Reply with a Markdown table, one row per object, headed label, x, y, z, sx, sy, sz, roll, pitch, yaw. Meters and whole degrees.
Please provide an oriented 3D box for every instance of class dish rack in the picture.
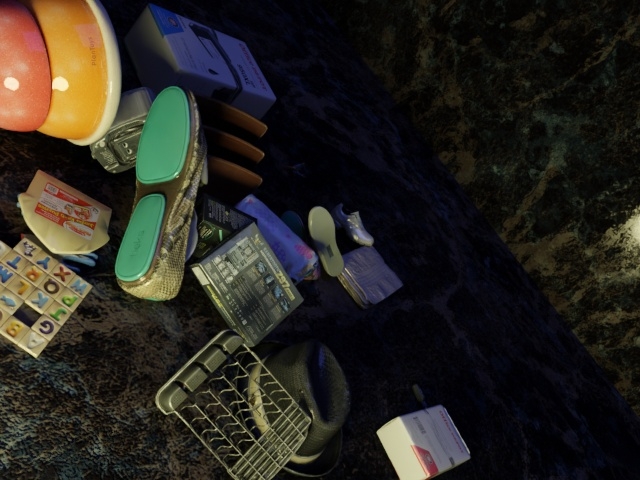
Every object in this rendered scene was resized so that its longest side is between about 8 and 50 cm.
| label | x | y | z | sx | sy | sz | roll | pitch | yaw |
| --- | --- | --- | --- | --- | --- | --- | --- | --- | --- |
| dish rack | -0.158 | 0.332 | 1.257 | 0.208 | 0.074 | 0.271 | -43 | 100 | -22 |

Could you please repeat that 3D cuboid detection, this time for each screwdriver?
| label | x | y | z | sx | sy | sz | roll | pitch | yaw |
| --- | --- | --- | --- | --- | --- | --- | --- | --- | --- |
| screwdriver | 0.302 | 0.482 | 1.814 | 0.170 | 0.024 | 0.025 | 64 | 4 | 24 |

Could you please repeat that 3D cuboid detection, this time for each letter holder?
| label | x | y | z | sx | sy | sz | roll | pitch | yaw |
| --- | --- | --- | --- | --- | --- | --- | --- | --- | --- |
| letter holder | -0.288 | -0.246 | 1.725 | 0.302 | 0.214 | 0.152 | 16 | 42 | -43 |

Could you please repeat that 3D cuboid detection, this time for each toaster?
| label | x | y | z | sx | sy | sz | roll | pitch | yaw |
| --- | --- | --- | --- | --- | --- | --- | --- | --- | --- |
| toaster | -0.452 | -0.276 | 1.561 | 0.129 | 0.227 | 0.146 | 67 | -3 | -53 |

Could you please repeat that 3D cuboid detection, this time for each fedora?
| label | x | y | z | sx | sy | sz | roll | pitch | yaw |
| --- | --- | --- | --- | --- | --- | --- | --- | --- | --- |
| fedora | -0.028 | 0.338 | 1.423 | 0.334 | 0.152 | 0.334 | 33 | 32 | -24 |

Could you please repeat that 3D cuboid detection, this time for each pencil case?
| label | x | y | z | sx | sy | sz | roll | pitch | yaw |
| --- | --- | --- | --- | --- | --- | --- | --- | --- | --- |
| pencil case | -0.135 | 0.003 | 1.731 | 0.273 | 0.113 | 0.124 | 45 | 46 | -5 |

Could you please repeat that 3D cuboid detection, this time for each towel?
| label | x | y | z | sx | sy | sz | roll | pitch | yaw |
| --- | --- | --- | --- | --- | --- | --- | --- | --- | --- |
| towel | 0.151 | 0.107 | 2.042 | 0.187 | 0.049 | 0.282 | 53 | 30 | 8 |

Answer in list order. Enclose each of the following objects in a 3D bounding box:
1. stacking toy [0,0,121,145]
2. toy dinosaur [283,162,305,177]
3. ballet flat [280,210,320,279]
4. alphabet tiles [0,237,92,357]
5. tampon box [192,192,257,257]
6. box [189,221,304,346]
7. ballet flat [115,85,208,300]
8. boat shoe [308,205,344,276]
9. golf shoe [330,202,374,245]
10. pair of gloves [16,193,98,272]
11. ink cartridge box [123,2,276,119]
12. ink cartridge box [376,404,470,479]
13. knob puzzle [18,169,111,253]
| label | x | y | z | sx | sy | sz | roll | pitch | yaw |
| --- | --- | --- | --- | --- | --- | --- | --- | --- | --- |
| stacking toy | -0.680 | -0.351 | 1.287 | 0.480 | 0.350 | 0.351 | -15 | 65 | -45 |
| toy dinosaur | -0.079 | -0.252 | 2.186 | 0.090 | 0.047 | 0.082 | 26 | 16 | -15 |
| ballet flat | -0.056 | 0.019 | 1.866 | 0.079 | 0.077 | 0.221 | 30 | 34 | -62 |
| alphabet tiles | -0.561 | 0.075 | 1.175 | 0.237 | 0.009 | 0.198 | 40 | 35 | -14 |
| tampon box | -0.251 | -0.018 | 1.593 | 0.161 | 0.120 | 0.101 | 28 | 36 | -31 |
| box | -0.167 | 0.101 | 1.500 | 0.183 | 0.059 | 0.233 | -41 | 106 | -35 |
| ballet flat | -0.332 | -0.097 | 1.441 | 0.182 | 0.164 | 0.483 | 37 | 55 | -58 |
| boat shoe | 0.001 | 0.000 | 1.871 | 0.079 | 0.081 | 0.227 | -31 | 120 | -24 |
| golf shoe | 0.112 | -0.053 | 2.118 | 0.176 | 0.086 | 0.069 | 35 | 26 | 0 |
| pair of gloves | -0.538 | -0.020 | 1.323 | 0.159 | 0.023 | 0.198 | 13 | 43 | -45 |
| ink cartridge box | -0.368 | -0.525 | 2.007 | 0.395 | 0.166 | 0.285 | 6 | 50 | -50 |
| ink cartridge box | 0.267 | 0.521 | 1.648 | 0.218 | 0.092 | 0.159 | 3 | 51 | -49 |
| knob puzzle | -0.523 | -0.037 | 1.310 | 0.213 | 0.030 | 0.213 | 35 | 29 | -23 |
